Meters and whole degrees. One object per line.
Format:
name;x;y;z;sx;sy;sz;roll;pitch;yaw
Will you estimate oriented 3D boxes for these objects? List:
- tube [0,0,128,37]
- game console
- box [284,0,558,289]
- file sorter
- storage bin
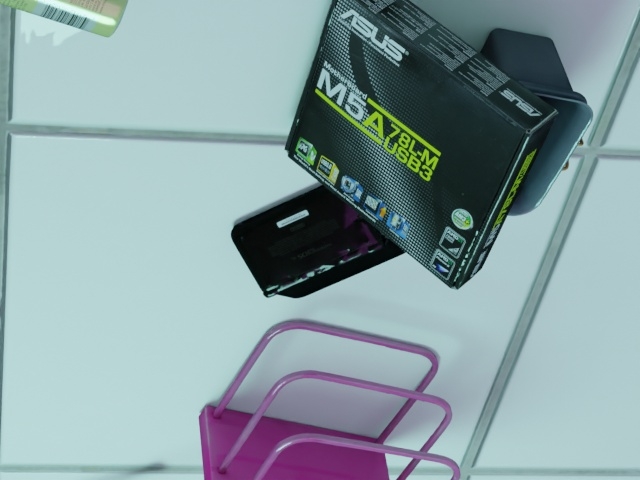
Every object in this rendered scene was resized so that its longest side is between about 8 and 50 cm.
tube;-0.251;-0.210;1.225;0.240;0.062;0.070;16;91;-18
game console;0.000;0.000;1.539;0.122;0.071;0.107;-24;107;18
box;0.071;-0.083;1.336;0.045;0.190;0.184;-37;159;-36
file sorter;0.022;0.244;1.619;0.202;0.291;0.182;13;133;-23
storage bin;0.155;-0.099;1.383;0.098;0.091;0.135;8;139;-17
